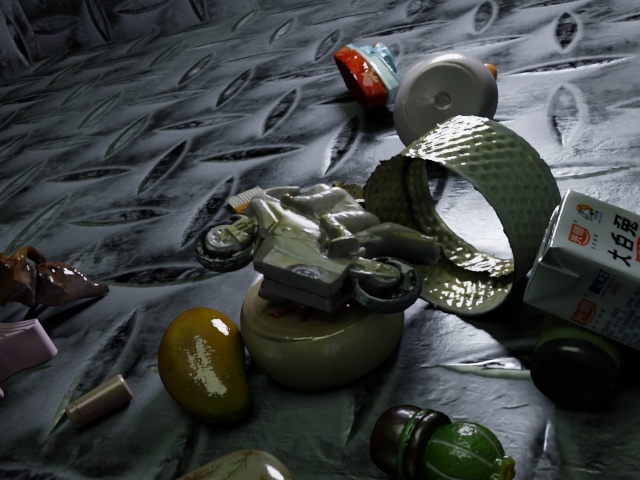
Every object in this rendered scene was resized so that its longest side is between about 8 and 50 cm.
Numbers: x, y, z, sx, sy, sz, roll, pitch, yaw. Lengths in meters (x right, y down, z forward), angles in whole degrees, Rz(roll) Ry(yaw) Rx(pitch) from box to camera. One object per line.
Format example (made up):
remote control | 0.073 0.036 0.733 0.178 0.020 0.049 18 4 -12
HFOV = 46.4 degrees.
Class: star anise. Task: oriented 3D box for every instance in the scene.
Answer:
star anise | -0.577 0.068 1.421 0.292 0.109 0.349 16 2 23

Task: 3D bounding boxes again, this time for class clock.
clock | -0.621 0.194 1.357 0.290 0.080 0.275 -12 31 10

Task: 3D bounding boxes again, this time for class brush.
brush | -0.110 -0.046 1.535 0.090 0.017 0.314 -27 32 -14

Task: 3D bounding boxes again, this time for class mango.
mango | -0.173 0.186 1.120 0.136 0.099 0.227 -23 40 -10

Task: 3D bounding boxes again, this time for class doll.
doll | 0.272 -0.283 1.576 0.251 0.221 0.221 -46 31 7

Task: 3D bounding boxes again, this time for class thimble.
thimble | 0.210 -0.035 1.105 0.271 0.271 0.150 16 42 44

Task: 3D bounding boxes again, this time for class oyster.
oyster | 0.046 -0.084 1.500 0.086 0.029 0.132 -34 37 -15

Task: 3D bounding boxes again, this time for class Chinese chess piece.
Chinese chess piece | 0.003 0.115 1.131 0.249 0.103 0.250 -12 30 7

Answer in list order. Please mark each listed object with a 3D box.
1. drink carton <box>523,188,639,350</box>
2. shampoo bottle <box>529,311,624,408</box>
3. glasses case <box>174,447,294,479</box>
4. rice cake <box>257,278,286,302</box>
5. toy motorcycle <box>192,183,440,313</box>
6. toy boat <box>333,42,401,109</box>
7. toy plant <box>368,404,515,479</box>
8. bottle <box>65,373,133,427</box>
drink carton | 0.408 0.064 0.873 0.315 0.106 0.130 22 42 12
shampoo bottle | 0.355 0.088 0.984 0.101 0.101 0.284 1 35 30
glasses case | -0.215 0.375 0.826 0.425 0.098 0.156 -26 34 -14
rice cake | -0.033 0.032 1.153 0.047 0.036 0.207 6 33 28
toy motorcycle | 0.000 0.000 1.085 0.340 0.108 0.223 15 44 19
toy boat | 0.138 -0.417 1.868 0.133 0.145 0.332 -26 27 1
toy plant | 0.142 0.246 0.855 0.162 0.093 0.093 10 41 35
bottle | -0.342 0.249 1.153 0.096 0.045 0.045 -30 32 -15
